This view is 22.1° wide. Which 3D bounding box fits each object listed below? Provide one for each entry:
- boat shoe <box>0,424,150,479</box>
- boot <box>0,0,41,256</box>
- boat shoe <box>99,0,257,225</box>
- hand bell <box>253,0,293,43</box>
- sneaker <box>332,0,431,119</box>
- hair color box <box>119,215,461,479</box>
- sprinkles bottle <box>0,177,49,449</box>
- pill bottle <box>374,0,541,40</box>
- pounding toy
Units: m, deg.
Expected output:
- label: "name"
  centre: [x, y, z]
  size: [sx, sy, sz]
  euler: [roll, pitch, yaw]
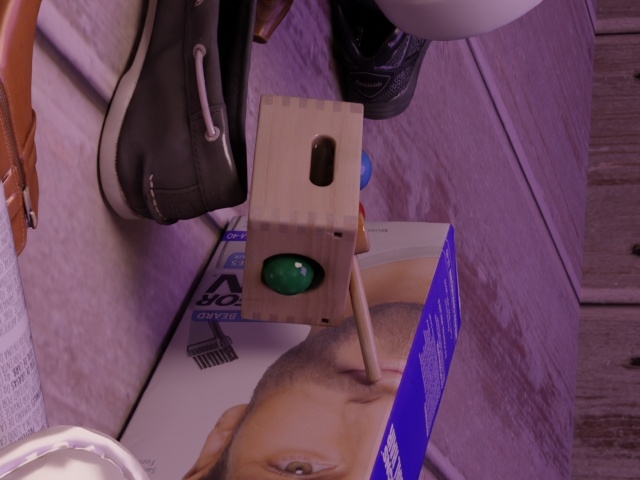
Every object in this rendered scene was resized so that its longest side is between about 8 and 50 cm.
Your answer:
- label: "boat shoe"
  centre: [-0.184, 0.214, 0.666]
  size: [0.116, 0.096, 0.324]
  euler: [39, 64, -15]
- label: "boot"
  centre: [-0.176, -0.084, 0.886]
  size: [0.197, 0.073, 0.152]
  euler: [-58, 145, -38]
- label: "boat shoe"
  centre: [-0.073, -0.161, 1.167]
  size: [0.112, 0.095, 0.335]
  euler: [60, 34, -58]
- label: "hand bell"
  centre: [-0.017, -0.277, 1.383]
  size: [0.126, 0.126, 0.242]
  euler: [47, 58, -65]
- label: "sneaker"
  centre: [0.071, -0.245, 1.642]
  size: [0.130, 0.087, 0.227]
  euler: [77, 26, -53]
- label: "hair color box"
  centre: [-0.018, 0.116, 1.190]
  size: [0.339, 0.185, 0.110]
  euler: [-69, 156, -50]
- label: "sprinkles bottle"
  centre: [-0.188, 0.065, 0.756]
  size: [0.121, 0.121, 0.355]
  euler: [-53, 139, -63]
- label: "pill bottle"
  centre: [0.044, -0.342, 1.204]
  size: [0.392, 0.224, 0.224]
  euler: [51, 41, -45]
- label: "pounding toy"
  centre: [0.000, 0.000, 1.105]
  size: [0.130, 0.100, 0.141]
  euler: [97, -3, -51]
